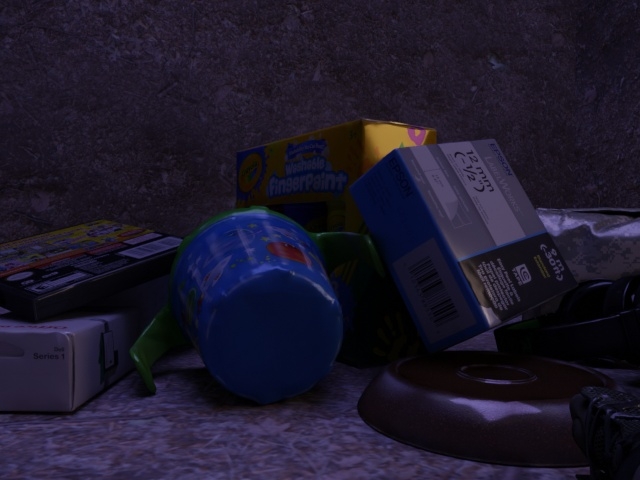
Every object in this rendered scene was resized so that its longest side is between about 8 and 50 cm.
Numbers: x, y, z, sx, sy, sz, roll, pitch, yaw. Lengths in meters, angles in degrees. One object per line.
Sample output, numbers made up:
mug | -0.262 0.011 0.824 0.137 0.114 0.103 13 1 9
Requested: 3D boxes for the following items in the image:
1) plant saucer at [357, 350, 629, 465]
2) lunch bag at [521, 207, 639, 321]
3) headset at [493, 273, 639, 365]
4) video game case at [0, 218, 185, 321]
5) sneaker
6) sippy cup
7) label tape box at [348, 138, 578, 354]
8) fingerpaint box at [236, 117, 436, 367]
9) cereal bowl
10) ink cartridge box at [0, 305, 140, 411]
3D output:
plant saucer | 0.196 0.170 0.654 0.310 0.050 0.310 0 0 0
lunch bag | 0.553 0.060 1.130 0.305 0.256 0.212 1 1 25
headset | 0.455 0.140 0.843 0.393 0.185 0.243 -12 -7 -7
video game case | -0.350 0.029 0.836 0.248 0.035 0.274 11 20 32
sneaker | 0.215 0.156 0.395 0.130 0.087 0.227 -1 -4 44
sippy cup | -0.077 0.088 0.753 0.240 0.306 0.224 30 3 -18
label tape box | 0.239 -0.014 0.835 0.347 0.249 0.115 -14 -18 -39
fingerpaint box | 0.000 0.000 1.069 0.163 0.371 0.444 0 2 -33
cereal bowl | -0.352 0.111 1.009 0.338 0.141 0.339 0 2 0
ink cartridge box | -0.340 0.139 0.733 0.160 0.093 0.219 0 1 2
